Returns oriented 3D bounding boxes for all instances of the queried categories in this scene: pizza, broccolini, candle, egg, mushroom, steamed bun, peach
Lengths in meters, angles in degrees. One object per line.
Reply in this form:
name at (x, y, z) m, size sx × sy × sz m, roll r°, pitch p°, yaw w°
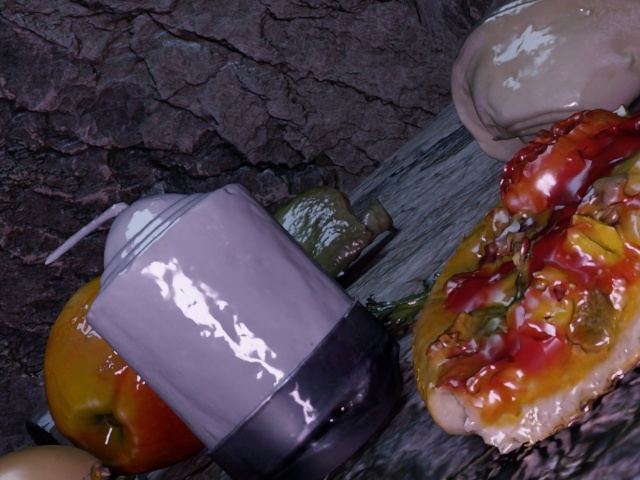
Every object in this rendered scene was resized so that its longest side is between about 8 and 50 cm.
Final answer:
pizza at (0.240, -0.053, 0.612) m, size 0.406 × 0.130 × 0.440 m, roll -40°, pitch 5°, yaw 28°
broccolini at (0.130, 0.065, 0.917) m, size 0.216 × 0.058 × 0.067 m, roll -29°, pitch 45°, yaw 30°
candle at (-0.094, 0.075, 0.806) m, size 0.221 × 0.342 × 0.221 m, roll -43°, pitch 1°, yaw 1°
egg at (-0.372, 0.362, 0.991) m, size 0.245 × 0.200 × 0.201 m, roll -12°, pitch 4°, yaw -4°
mushroom at (-0.006, 0.004, 1.569) m, size 0.292 × 0.211 × 0.217 m, roll -33°, pitch -1°, yaw 10°
steamed bun at (0.336, -0.280, 1.162) m, size 0.352 × 0.247 × 0.339 m, roll -47°, pitch 6°, yaw -18°
peach at (-0.233, 0.167, 1.191) m, size 0.373 × 0.290 × 0.372 m, roll 18°, pitch -90°, yaw -77°

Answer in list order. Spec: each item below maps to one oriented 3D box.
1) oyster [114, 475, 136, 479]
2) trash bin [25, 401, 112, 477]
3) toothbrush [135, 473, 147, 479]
oyster at (-0.314, 0.396, 1.198) m, size 0.121 × 0.045 × 0.146 m, roll -45°, pitch 8°, yaw -14°
trash bin at (-0.420, 0.333, 1.629) m, size 0.301 × 0.203 × 0.252 m, roll -45°, pitch -33°, yaw -29°
toothbrush at (-0.270, 0.376, 1.186) m, size 0.022 × 0.026 × 0.263 m, roll -47°, pitch 6°, yaw -10°
